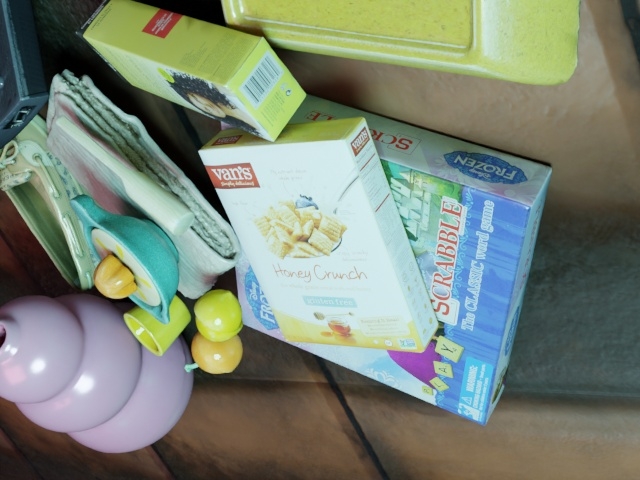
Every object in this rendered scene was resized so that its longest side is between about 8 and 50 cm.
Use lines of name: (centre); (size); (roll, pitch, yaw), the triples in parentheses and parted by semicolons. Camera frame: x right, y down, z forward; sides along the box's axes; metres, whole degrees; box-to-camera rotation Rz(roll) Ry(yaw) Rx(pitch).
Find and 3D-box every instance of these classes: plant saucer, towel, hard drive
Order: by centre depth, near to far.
plant saucer: (0.026, -0.267, 0.656); (0.333, 0.081, 0.333); (14, 135, 26)
towel: (-0.210, -0.058, 1.003); (0.282, 0.049, 0.187); (48, 155, -1)
hard drive: (-0.401, -0.181, 1.009); (0.254, 0.054, 0.172); (-23, 76, 41)

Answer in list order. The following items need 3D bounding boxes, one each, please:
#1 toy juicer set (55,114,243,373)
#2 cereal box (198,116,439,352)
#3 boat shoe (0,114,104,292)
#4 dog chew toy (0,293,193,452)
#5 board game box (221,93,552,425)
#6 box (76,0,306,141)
toy juicer set: (-0.184, 0.039, 0.943); (0.209, 0.089, 0.329); (26, 147, 37)
cereal box: (0.000, 0.000, 0.841); (0.173, 0.047, 0.240); (-1, 126, 36)
boat shoe: (-0.361, -0.064, 1.119); (0.104, 0.089, 0.285); (-21, 112, 46)
dog chew toy: (-0.309, 0.163, 1.132); (0.206, 0.207, 0.332); (13, 168, 27)
board game box: (0.053, 0.018, 0.907); (0.318, 0.066, 0.319); (20, 136, 21)
box: (-0.125, -0.166, 0.811); (0.232, 0.058, 0.087); (26, 167, 40)
